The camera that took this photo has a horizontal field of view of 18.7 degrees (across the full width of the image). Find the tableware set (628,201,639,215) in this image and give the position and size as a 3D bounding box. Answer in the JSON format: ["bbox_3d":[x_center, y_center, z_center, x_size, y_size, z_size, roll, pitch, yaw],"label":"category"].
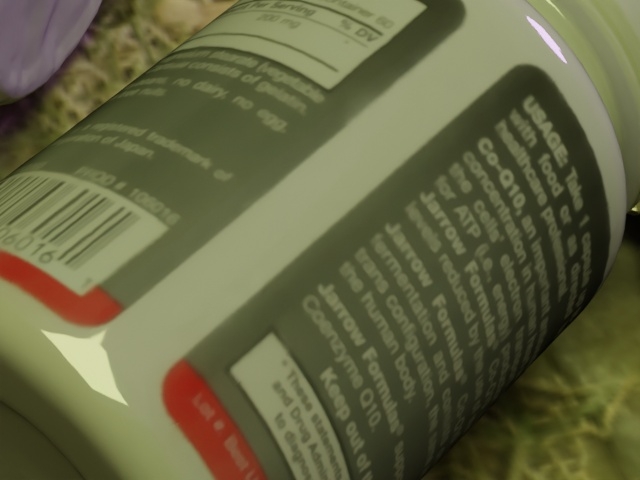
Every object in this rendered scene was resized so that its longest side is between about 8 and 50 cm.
[{"bbox_3d":[0.065,-0.065,0.815,0.168,0.020,0.141,6,49,-2],"label":"tableware set"}]

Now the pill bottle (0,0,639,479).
[{"bbox_3d":[0.000,0.000,0.651,0.161,0.161,0.283,34,55,21],"label":"pill bottle"}]

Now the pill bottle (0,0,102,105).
[{"bbox_3d":[-0.234,-0.175,0.775,0.301,0.169,0.169,20,49,10],"label":"pill bottle"}]
